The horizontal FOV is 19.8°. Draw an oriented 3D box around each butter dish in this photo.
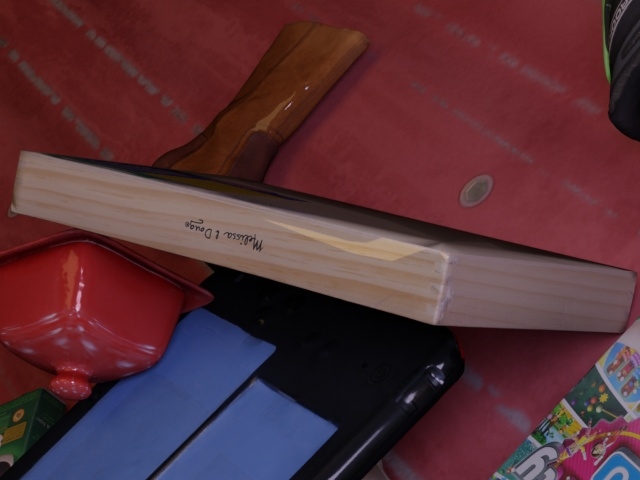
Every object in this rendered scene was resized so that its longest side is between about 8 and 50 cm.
[{"bbox_3d":[-0.194,0.073,1.488,0.160,0.160,0.118,-17,55,38],"label":"butter dish"}]

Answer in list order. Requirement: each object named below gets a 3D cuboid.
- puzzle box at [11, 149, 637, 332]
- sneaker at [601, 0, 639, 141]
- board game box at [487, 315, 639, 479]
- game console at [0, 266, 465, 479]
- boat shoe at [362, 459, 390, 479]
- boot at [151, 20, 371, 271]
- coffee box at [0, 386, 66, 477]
[{"bbox_3d":[0.000,0.000,1.397,0.409,0.272,0.052,14,96,37],"label":"puzzle box"},{"bbox_3d":[0.400,-0.140,1.294,0.483,0.185,0.202,-2,72,52],"label":"sneaker"},{"bbox_3d":[0.235,0.175,1.183,0.303,0.097,0.224,-48,33,1],"label":"board game box"},{"bbox_3d":[-0.105,0.171,1.406,0.386,0.060,0.342,-45,25,-13],"label":"game console"},{"bbox_3d":[0.007,0.203,1.405,0.091,0.109,0.305,-43,27,8],"label":"boat shoe"},{"bbox_3d":[-0.042,-0.094,1.817,0.280,0.096,0.264,-47,25,-13],"label":"boot"},{"bbox_3d":[-0.316,0.240,1.787,0.113,0.040,0.184,-25,39,31],"label":"coffee box"}]
